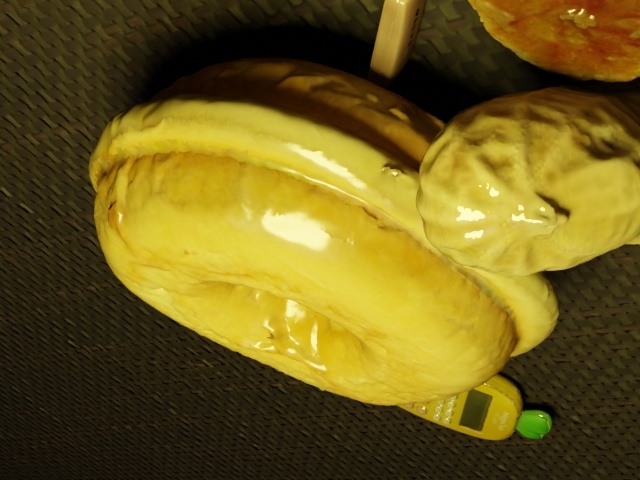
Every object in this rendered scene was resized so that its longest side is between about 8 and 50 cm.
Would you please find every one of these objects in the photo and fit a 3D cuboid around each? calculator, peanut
[{"bbox_3d":[0.164,0.186,1.540,0.234,0.032,0.146,18,148,9],"label":"calculator"},{"bbox_3d":[0.218,-0.052,0.976,0.325,0.140,0.153,-6,-171,-24],"label":"peanut"}]

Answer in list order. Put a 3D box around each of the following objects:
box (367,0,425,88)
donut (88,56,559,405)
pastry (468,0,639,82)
[{"bbox_3d":[0.064,-0.173,1.041,0.025,0.048,0.115,24,148,8],"label":"box"},{"bbox_3d":[0.000,0.000,1.166,0.448,0.198,0.449,19,159,8],"label":"donut"},{"bbox_3d":[0.193,-0.189,0.898,0.192,0.093,0.182,-3,143,33],"label":"pastry"}]
